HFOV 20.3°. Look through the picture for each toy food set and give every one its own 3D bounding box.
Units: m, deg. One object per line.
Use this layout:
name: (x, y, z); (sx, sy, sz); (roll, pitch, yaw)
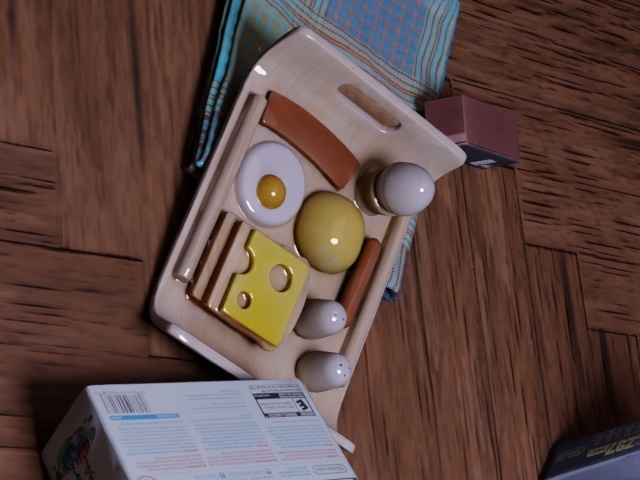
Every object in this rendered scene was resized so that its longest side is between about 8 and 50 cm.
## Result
toy food set: (0.000, 0.000, 1.548); (0.220, 0.092, 0.306); (36, 64, -30)

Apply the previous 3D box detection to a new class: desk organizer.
desk organizer: (0.152, -0.107, 1.776); (0.130, 0.047, 0.050); (12, 72, -59)

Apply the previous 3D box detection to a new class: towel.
towel: (0.013, -0.159, 1.699); (0.271, 0.040, 0.370); (32, 54, -30)

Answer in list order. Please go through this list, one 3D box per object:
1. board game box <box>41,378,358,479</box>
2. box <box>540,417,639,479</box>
board game box: (-0.050, 0.250, 1.341); (0.224, 0.097, 0.303); (2, 45, -41)
box: (0.358, 0.248, 1.726); (0.183, 0.233, 0.059); (49, 43, -19)
